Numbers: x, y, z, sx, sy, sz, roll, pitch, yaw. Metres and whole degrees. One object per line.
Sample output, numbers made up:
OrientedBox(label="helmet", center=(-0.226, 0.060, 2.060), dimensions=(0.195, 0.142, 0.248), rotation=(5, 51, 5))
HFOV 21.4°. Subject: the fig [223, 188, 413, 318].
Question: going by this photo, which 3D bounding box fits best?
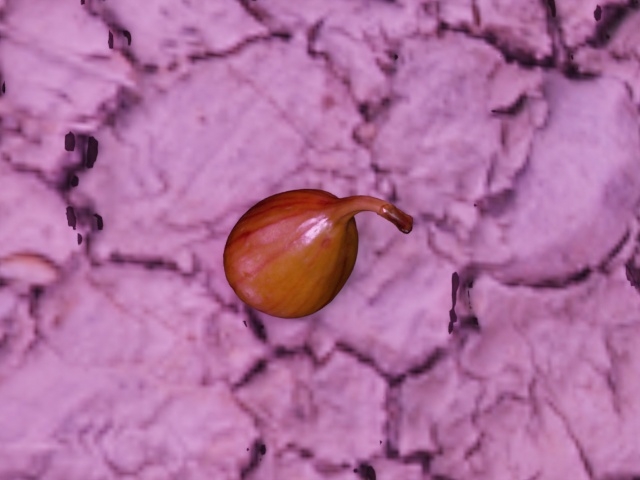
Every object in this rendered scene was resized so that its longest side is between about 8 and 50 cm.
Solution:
OrientedBox(label="fig", center=(0.000, 0.000, 0.648), dimensions=(0.050, 0.083, 0.050), rotation=(21, 58, -38))
